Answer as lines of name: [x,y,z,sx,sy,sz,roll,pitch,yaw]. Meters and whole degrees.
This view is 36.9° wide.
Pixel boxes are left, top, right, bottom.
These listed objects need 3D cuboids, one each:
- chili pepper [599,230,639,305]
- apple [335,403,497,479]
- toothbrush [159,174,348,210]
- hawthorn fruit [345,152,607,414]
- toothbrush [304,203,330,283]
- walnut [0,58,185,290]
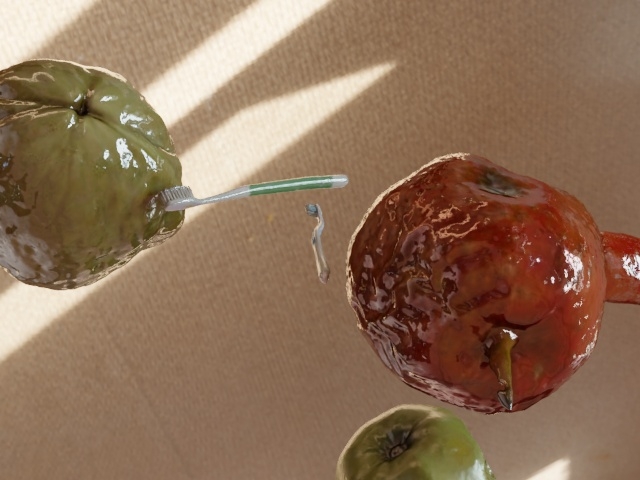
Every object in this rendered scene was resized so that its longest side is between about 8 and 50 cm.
chili pepper: [0.357,0.032,1.211,0.192,0.086,0.084,12,123,-14]
apple: [0.142,0.364,1.350,0.279,0.279,0.279,-13,137,-12]
toothbrush: [-0.065,-0.056,1.053,0.257,0.024,0.018,-9,155,-41]
hawthorn fruit: [0.126,0.047,0.732,0.207,0.243,0.207,-1,116,-2]
toothbrush: [0.000,0.000,0.884,0.017,0.162,0.014,9,113,-11]
walnut: [-0.270,-0.071,1.050,0.283,0.227,0.283,8,152,4]
